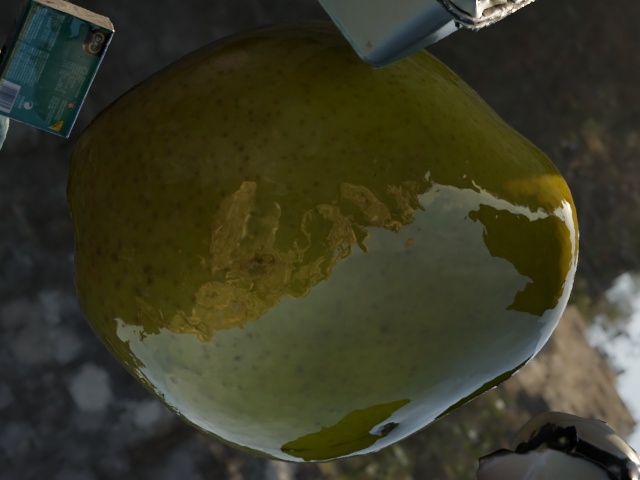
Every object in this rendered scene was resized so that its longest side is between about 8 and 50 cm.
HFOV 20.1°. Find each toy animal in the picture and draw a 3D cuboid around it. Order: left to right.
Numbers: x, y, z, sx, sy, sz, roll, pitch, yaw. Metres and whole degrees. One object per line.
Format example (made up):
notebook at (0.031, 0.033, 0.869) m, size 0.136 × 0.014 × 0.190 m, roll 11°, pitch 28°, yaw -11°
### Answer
toy animal at (0.254, 0.238, 1.867) m, size 0.138 × 0.166 × 0.179 m, roll -59°, pitch 172°, yaw 11°

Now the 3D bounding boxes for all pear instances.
pear at (0.000, 0.000, 1.474) m, size 0.418 × 0.362 × 0.362 m, roll 9°, pitch 177°, yaw -4°

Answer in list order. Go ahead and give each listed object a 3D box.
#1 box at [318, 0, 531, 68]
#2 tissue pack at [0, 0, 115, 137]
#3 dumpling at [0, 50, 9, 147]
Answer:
box at (0.093, -0.264, 1.330) m, size 0.166 × 0.220 × 0.290 m, roll -34°, pitch -179°, yaw 35°
tissue pack at (-0.249, -0.164, 1.646) m, size 0.111 × 0.085 × 0.079 m, roll -64°, pitch -159°, yaw 15°
dumpling at (-0.508, -0.117, 1.811) m, size 0.321 × 0.270 × 0.212 m, roll 8°, pitch 168°, yaw 29°
